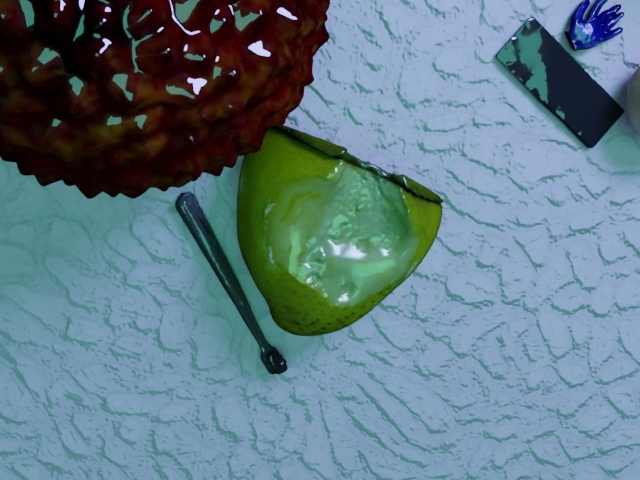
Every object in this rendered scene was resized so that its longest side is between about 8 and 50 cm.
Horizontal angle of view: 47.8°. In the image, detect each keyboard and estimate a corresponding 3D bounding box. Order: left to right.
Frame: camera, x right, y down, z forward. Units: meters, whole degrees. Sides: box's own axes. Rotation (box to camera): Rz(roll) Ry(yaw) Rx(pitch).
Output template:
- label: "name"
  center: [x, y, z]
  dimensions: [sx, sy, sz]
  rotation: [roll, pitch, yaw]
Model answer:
- label: "keyboard"
  center: [0.334, -0.217, 1.002]
  dimensions: [0.196, 0.015, 0.074]
  rotation: [39, 93, -14]

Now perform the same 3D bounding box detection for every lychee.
- label: "lychee"
  center: [-0.191, -0.283, 0.740]
  dimensions: [0.424, 0.425, 0.500]
  rotation: [7, 64, -8]

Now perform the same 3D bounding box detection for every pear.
- label: "pear"
  center: [0.000, 0.000, 0.947]
  dimensions: [0.292, 0.159, 0.293]
  rotation: [-2, 107, -5]

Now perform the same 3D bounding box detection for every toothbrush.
- label: "toothbrush"
  center: [-0.123, 0.065, 1.013]
  dimensions: [0.030, 0.030, 0.297]
  rotation: [-34, 105, -24]

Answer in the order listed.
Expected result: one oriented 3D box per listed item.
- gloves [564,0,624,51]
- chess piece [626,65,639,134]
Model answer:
- label: "gloves"
  center: [0.372, -0.297, 0.979]
  dimensions: [0.086, 0.026, 0.064]
  rotation: [-28, 103, 1]
- label: "chess piece"
  center: [0.567, -0.190, 0.975]
  dimensions: [0.299, 0.167, 0.167]
  rotation: [-1, 104, 1]
